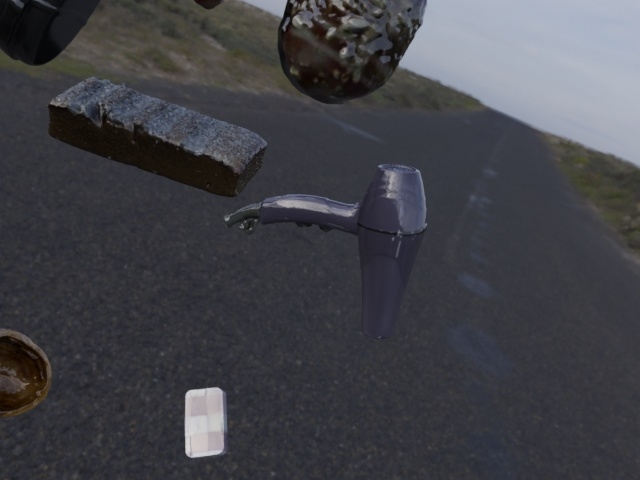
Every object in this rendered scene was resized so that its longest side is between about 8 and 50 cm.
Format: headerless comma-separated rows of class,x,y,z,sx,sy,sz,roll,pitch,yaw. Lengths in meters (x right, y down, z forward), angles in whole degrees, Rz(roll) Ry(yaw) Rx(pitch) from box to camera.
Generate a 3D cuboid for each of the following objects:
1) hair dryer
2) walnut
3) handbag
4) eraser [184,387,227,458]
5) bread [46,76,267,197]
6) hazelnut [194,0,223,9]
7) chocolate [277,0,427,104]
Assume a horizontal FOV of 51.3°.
hair dryer,0.000,0.000,1.180,0.361,0.301,0.121,11,17,13
walnut,-0.650,0.263,1.337,0.087,0.167,0.211,8,-33,36
handbag,-0.428,-0.428,1.106,0.093,0.308,0.254,35,10,-14
eraser,-0.183,0.291,1.064,0.065,0.105,0.026,-8,-22,3
bread,-0.330,-0.215,1.374,0.417,0.113,0.165,19,35,2
hazelnut,-0.281,-0.624,1.671,0.086,0.086,0.086,22,15,-6
chocolate,0.075,-0.421,1.277,0.225,0.340,0.210,23,8,-37
